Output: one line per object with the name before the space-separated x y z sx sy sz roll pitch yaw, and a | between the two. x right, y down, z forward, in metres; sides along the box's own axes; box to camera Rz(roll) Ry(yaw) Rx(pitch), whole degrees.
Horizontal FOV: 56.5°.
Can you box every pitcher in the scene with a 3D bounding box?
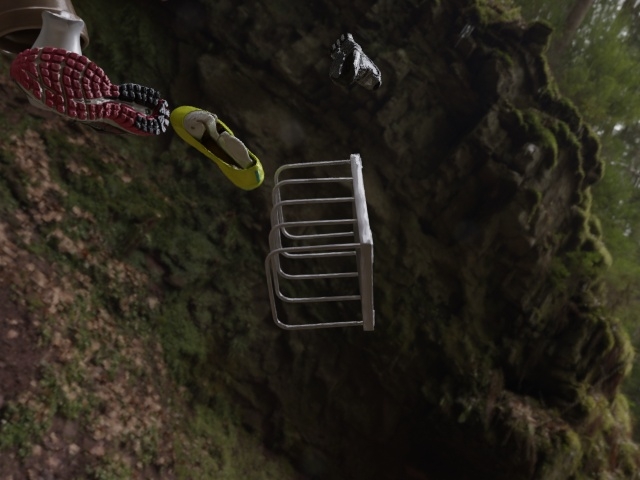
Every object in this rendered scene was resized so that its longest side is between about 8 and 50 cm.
pitcher | -0.590 -0.406 1.336 0.125 0.207 0.178 10 20 -22

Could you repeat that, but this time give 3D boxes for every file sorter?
file sorter | 0.000 0.000 1.076 0.173 0.278 0.193 -3 -52 2

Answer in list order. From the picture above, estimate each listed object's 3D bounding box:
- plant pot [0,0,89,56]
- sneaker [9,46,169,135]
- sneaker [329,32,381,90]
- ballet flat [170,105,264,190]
plant pot | -0.818 -0.674 1.712 0.263 0.263 0.229 -10 -91 60
sneaker | -0.433 -0.256 1.115 0.112 0.121 0.299 -5 -15 36
sneaker | 0.091 -0.380 1.340 0.132 0.229 0.086 39 -61 -25
ballet flat | -0.189 -0.186 1.089 0.231 0.077 0.077 43 -21 12
